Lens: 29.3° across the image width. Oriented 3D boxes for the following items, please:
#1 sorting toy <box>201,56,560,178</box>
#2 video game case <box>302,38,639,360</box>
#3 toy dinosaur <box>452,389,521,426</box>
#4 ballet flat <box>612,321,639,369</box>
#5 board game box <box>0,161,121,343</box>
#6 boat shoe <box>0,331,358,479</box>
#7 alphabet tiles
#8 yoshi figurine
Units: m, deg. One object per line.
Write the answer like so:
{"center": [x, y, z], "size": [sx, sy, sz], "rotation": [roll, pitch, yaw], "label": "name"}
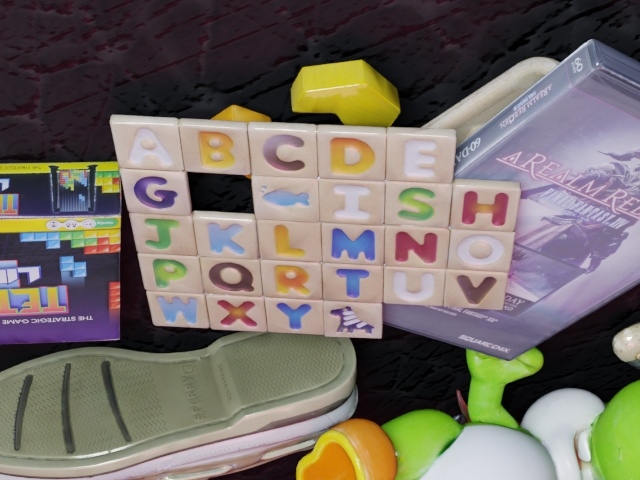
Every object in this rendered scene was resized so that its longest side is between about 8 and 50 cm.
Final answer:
{"center": [0.086, -0.043, 0.786], "size": [0.229, 0.041, 0.307], "rotation": [-29, 140, 31], "label": "sorting toy"}
{"center": [0.143, -0.009, 0.785], "size": [0.196, 0.026, 0.274], "rotation": [19, 141, -31], "label": "video game case"}
{"center": [0.152, 0.167, 1.082], "size": [0.082, 0.047, 0.090], "rotation": [-13, 137, -27], "label": "toy dinosaur"}
{"center": [0.308, 0.103, 1.017], "size": [0.173, 0.049, 0.057], "rotation": [20, 134, -34], "label": "ballet flat"}
{"center": [-0.213, 0.012, 0.781], "size": [0.170, 0.048, 0.141], "rotation": [-2, 142, -10], "label": "board game box"}
{"center": [-0.119, 0.142, 0.924], "size": [0.302, 0.113, 0.103], "rotation": [-8, 138, -3], "label": "boat shoe"}
{"center": [0.000, 0.000, 0.760], "size": [0.237, 0.009, 0.198], "rotation": [3, 140, 4], "label": "alphabet tiles"}
{"center": [0.180, 0.178, 0.951], "size": [0.362, 0.203, 0.203], "rotation": [-9, 118, -35], "label": "yoshi figurine"}
